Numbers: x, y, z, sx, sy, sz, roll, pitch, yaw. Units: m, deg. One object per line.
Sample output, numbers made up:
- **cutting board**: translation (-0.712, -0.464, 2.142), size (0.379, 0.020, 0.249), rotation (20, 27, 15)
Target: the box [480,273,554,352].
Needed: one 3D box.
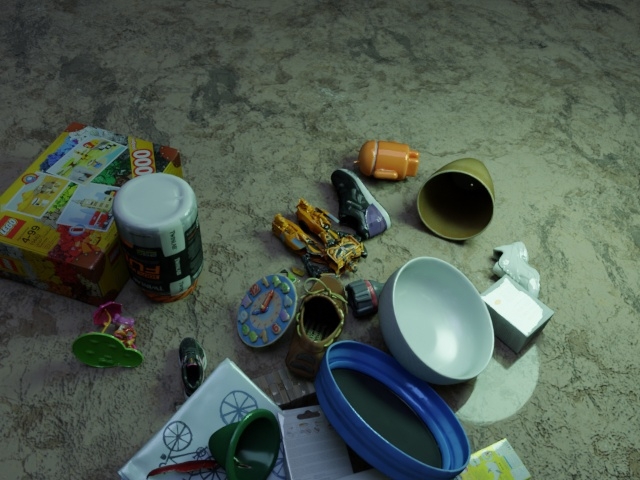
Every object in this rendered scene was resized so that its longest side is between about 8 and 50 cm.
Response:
- **box**: translation (0.532, 0.202, 1.668), size (0.130, 0.091, 0.170), rotation (-31, 58, -28)

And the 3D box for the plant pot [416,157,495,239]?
- **plant pot**: translation (0.457, -0.163, 1.917), size (0.237, 0.237, 0.254), rotation (22, 36, 14)

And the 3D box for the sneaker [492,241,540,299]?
- **sneaker**: translation (0.573, 0.102, 1.775), size (0.116, 0.090, 0.232), rotation (-6, 40, -2)

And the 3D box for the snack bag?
- **snack bag**: translation (-0.206, 0.488, 1.305), size (0.323, 0.037, 0.342), rotation (44, 64, 0)

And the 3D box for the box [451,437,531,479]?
- **box**: translation (0.384, 0.545, 1.387), size (0.179, 0.043, 0.105), rotation (-15, 52, -21)

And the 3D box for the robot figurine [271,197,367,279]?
- **robot figurine**: translation (0.000, 0.000, 1.801), size (0.291, 0.085, 0.211), rotation (37, 56, 25)

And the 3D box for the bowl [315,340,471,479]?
- **bowl**: translation (0.156, 0.384, 1.345), size (0.391, 0.077, 0.391), rotation (32, 16, -10)

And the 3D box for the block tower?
- **block tower**: translation (-0.168, 0.397, 1.433), size (0.336, 0.097, 0.091), rotation (-15, 52, -20)

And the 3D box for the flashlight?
- **flashlight**: translation (0.226, 0.127, 1.692), size (0.304, 0.103, 0.103), rotation (-16, 18, -12)

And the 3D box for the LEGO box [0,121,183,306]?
- **LEGO box**: translation (-0.678, -0.090, 1.746), size (0.373, 0.193, 0.500), rotation (15, 49, 8)

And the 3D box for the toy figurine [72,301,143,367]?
- **toy figurine**: translation (-0.532, 0.231, 1.546), size (0.173, 0.130, 0.159), rotation (18, 36, -18)

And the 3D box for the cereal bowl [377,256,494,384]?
- **cereal bowl**: translation (0.283, 0.220, 1.561), size (0.339, 0.141, 0.338), rotation (17, 54, -25)

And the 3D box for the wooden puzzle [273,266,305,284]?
- **wooden puzzle**: translation (-0.106, 0.112, 1.741), size (0.079, 0.014, 0.116), rotation (32, 54, 21)

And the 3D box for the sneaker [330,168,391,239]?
- **sneaker**: translation (0.094, -0.119, 1.907), size (0.124, 0.107, 0.283), rotation (-28, 56, -19)

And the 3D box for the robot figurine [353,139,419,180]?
- **robot figurine**: translation (0.223, -0.275, 2.037), size (0.220, 0.128, 0.157), rotation (8, 83, 1)

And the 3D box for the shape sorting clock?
- **shape sorting clock**: translation (-0.145, 0.183, 1.587), size (0.206, 0.040, 0.206), rotation (-24, 48, 30)

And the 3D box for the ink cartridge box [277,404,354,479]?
- **ink cartridge box**: translation (-0.016, 0.466, 1.343), size (0.146, 0.045, 0.179), rotation (-4, 55, -19)

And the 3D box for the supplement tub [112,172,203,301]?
- **supplement tub**: translation (-0.421, 0.004, 1.590), size (0.207, 0.337, 0.207), rotation (2, 49, -3)

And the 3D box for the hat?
- **hat**: translation (-0.218, 0.434, 1.285), size (0.184, 0.209, 0.172), rotation (2, 78, 31)

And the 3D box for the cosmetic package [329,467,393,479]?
- **cosmetic package**: translation (0.098, 0.611, 1.237), size (0.225, 0.138, 0.224), rotation (-8, 50, -15)

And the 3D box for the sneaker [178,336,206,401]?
- **sneaker**: translation (-0.318, 0.313, 1.502), size (0.072, 0.077, 0.178), rotation (-10, 50, -16)

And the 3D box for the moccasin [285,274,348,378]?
- **moccasin**: translation (-0.001, 0.188, 1.545), size (0.139, 0.146, 0.380), rotation (24, 27, 6)
